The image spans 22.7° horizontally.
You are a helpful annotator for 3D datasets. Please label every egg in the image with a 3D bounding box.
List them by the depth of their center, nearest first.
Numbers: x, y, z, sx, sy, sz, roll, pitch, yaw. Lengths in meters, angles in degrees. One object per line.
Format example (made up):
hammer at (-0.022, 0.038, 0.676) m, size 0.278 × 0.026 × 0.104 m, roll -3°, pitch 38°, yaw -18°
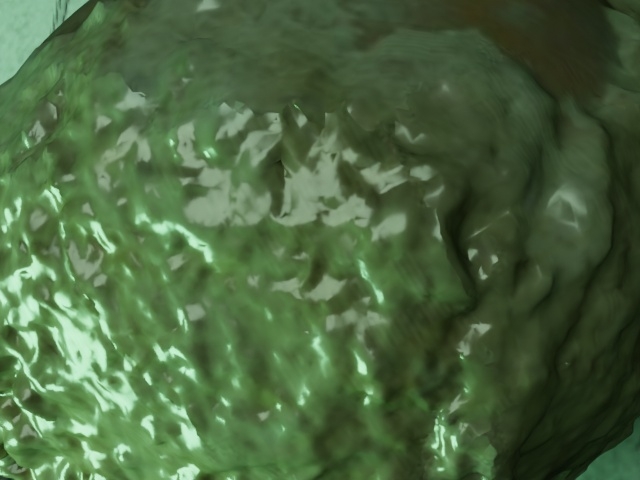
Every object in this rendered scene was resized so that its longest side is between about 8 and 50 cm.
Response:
egg at (0.000, 0.000, 0.615) m, size 0.310 × 0.279 × 0.279 m, roll -21°, pitch 68°, yaw 23°

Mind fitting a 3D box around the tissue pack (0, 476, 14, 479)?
tissue pack at (-0.191, 0.094, 0.797) m, size 0.060 × 0.109 × 0.148 m, roll -26°, pitch 65°, yaw 21°
